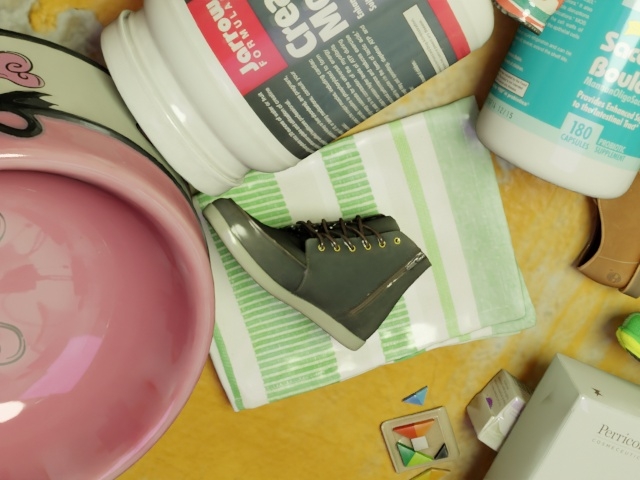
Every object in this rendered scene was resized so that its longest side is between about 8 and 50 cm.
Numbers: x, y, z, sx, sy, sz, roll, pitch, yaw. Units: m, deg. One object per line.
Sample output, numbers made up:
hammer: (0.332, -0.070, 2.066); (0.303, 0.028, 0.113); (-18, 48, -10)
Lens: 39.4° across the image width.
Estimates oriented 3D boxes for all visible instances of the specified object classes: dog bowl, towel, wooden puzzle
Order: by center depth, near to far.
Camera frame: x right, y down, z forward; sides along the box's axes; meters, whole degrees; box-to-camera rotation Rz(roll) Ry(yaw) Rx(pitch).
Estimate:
dog bowl: (-0.261, 0.055, 0.690); (0.408, 0.150, 0.408); (-17, 126, -24)
towel: (0.028, 0.026, 0.879); (0.324, 0.038, 0.248); (-17, 109, 6)
wooden puzzle: (0.109, 0.217, 0.963); (0.078, 0.014, 0.116); (-24, 108, 7)

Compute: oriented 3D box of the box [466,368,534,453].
box: (0.299, 0.257, 0.953); (0.324, 0.067, 0.063); (36, 106, -14)

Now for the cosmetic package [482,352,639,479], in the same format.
cosmetic package: (0.341, 0.310, 0.887); (0.377, 0.097, 0.284); (22, 110, -9)

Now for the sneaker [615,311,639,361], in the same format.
sneaker: (0.433, 0.083, 0.878); (0.295, 0.109, 0.124); (2, 101, -5)

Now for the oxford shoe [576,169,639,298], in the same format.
oxford shoe: (0.301, -0.051, 0.839); (0.076, 0.076, 0.212); (19, 108, 6)

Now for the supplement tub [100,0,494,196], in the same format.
supplement tub: (-0.018, -0.175, 0.723); (0.272, 0.191, 0.191); (-32, 107, 10)

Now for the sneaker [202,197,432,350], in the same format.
sneaker: (0.000, 0.000, 0.797); (0.118, 0.083, 0.222); (-47, 130, 5)

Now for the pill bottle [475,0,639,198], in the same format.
pill bottle: (0.245, -0.179, 0.749); (0.146, 0.146, 0.264); (19, 109, -8)

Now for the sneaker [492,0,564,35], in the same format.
sneaker: (0.161, -0.237, 0.723); (0.057, 0.161, 0.075); (20, 125, -35)
